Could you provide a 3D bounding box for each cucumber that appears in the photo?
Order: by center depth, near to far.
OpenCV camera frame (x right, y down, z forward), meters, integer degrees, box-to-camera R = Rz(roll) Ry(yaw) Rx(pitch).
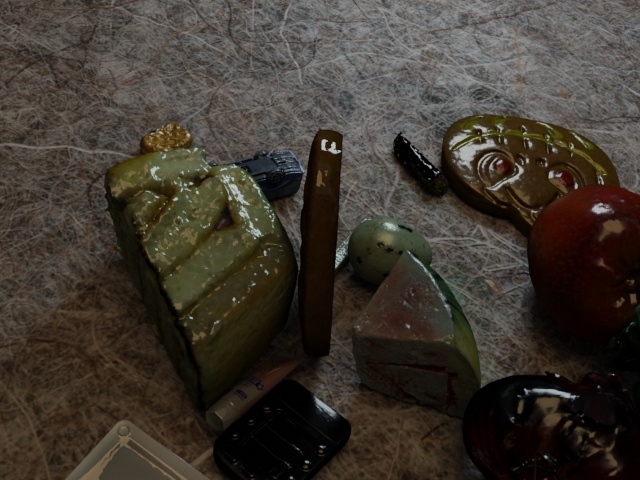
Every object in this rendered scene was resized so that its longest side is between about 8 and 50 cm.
[{"bbox_3d":[0.212,-0.166,1.538,0.053,0.053,0.181,-19,54,-24],"label":"cucumber"}]

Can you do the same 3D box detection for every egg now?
[{"bbox_3d":[0.130,0.019,1.320,0.164,0.131,0.131,4,49,-26],"label":"egg"}]

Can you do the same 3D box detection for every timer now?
[{"bbox_3d":[-0.059,0.312,1.092,0.144,0.055,0.187,34,48,25],"label":"timer"}]

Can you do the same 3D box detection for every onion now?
[{"bbox_3d":[0.347,0.306,1.066,0.281,0.221,0.281,1,52,-1],"label":"onion"}]

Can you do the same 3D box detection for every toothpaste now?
[{"bbox_3d":[-0.102,0.231,1.131,0.067,0.043,0.194,2,24,37],"label":"toothpaste"}]

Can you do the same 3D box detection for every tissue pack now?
[{"bbox_3d":[-0.219,0.384,0.950,0.246,0.136,0.159,31,52,15],"label":"tissue pack"}]

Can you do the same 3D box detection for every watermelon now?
[{"bbox_3d":[0.147,0.157,1.193,0.201,0.213,0.261,-15,48,-2],"label":"watermelon"}]

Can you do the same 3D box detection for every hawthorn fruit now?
[{"bbox_3d":[0.505,0.028,1.292,0.275,0.275,0.299,-3,39,-13],"label":"hawthorn fruit"}]

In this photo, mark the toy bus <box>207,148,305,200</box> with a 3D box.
[{"bbox_3d":[-0.149,-0.109,1.396,0.236,0.094,0.079,-17,50,-25],"label":"toy bus"}]

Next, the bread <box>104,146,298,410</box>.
[{"bbox_3d":[-0.168,0.045,1.171,0.264,0.239,0.395,-21,66,-26],"label":"bread"}]

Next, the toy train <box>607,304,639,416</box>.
[{"bbox_3d":[0.615,0.201,1.155,0.238,0.299,0.167,-33,26,-10],"label":"toy train"}]

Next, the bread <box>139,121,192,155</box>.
[{"bbox_3d":[-0.318,-0.200,1.472,0.083,0.044,0.111,36,51,17],"label":"bread"}]

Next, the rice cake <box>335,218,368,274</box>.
[{"bbox_3d":[0.052,0.017,1.367,0.029,0.033,0.171,31,52,17],"label":"rice cake"}]

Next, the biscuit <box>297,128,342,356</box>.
[{"bbox_3d":[-0.001,0.000,1.167,0.063,0.367,0.314,3,16,1],"label":"biscuit"}]

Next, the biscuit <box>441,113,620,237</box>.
[{"bbox_3d":[0.462,-0.149,1.553,0.394,0.070,0.350,4,50,-7],"label":"biscuit"}]
